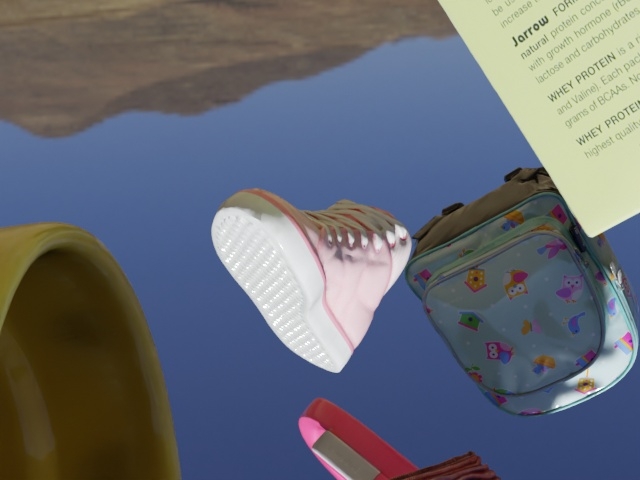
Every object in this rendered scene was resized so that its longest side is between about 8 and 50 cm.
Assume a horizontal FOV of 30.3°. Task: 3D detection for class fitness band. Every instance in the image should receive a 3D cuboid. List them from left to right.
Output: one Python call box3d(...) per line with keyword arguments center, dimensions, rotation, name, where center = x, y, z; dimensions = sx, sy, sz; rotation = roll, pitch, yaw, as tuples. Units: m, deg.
box3d(center=(0.087, 0.267, 1.203), dimensions=(0.291, 0.209, 0.054), rotation=(37, -101, 30), name="fitness band")

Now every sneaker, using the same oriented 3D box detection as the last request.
box3d(center=(0.000, 0.000, 0.508), dimensions=(0.051, 0.134, 0.070), rotation=(27, -109, 27), name="sneaker")

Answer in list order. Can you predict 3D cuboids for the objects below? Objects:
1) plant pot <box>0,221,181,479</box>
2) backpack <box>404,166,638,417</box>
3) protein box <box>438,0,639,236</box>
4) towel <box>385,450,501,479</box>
box3d(center=(-0.206, 0.131, 0.518), dimensions=(0.238, 0.254, 0.254), rotation=(-7, -166, 7), name="plant pot")
box3d(center=(0.180, 0.055, 1.003), dimensions=(0.165, 0.188, 0.144), rotation=(-30, -161, 19), name="backpack")
box3d(center=(0.144, -0.147, 0.420), dimensions=(0.136, 0.201, 0.200), rotation=(-30, 176, -43), name="protein box")
box3d(center=(0.004, 0.317, 0.855), dimensions=(0.237, 0.329, 0.037), rotation=(-7, -149, -46), name="towel")
